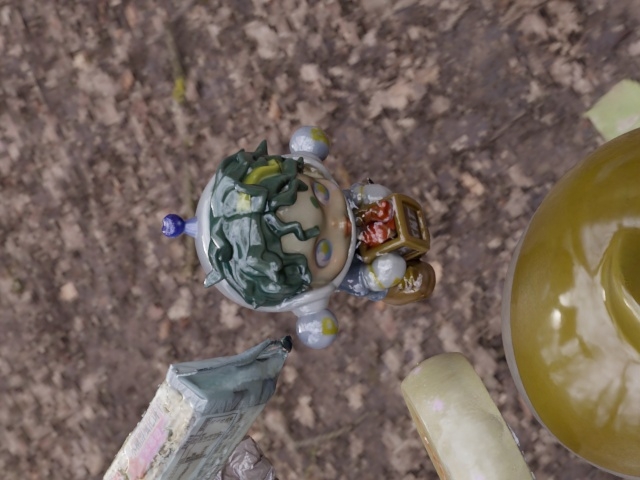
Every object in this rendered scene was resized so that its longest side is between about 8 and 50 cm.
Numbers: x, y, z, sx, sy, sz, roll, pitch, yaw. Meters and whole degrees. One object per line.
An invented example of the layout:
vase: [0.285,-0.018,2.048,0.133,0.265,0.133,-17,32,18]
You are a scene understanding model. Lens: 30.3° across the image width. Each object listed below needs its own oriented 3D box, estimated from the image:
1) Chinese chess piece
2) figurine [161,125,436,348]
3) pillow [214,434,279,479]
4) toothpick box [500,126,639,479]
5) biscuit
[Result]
Chinese chess piece: [0.193,0.269,1.545,0.251,0.097,0.250,154,90,-87]
figurine: [0.002,0.003,1.406,0.186,0.382,0.261,-34,60,34]
pillow: [-0.109,0.439,1.928,0.049,0.135,0.248,22,145,48]
toothpick box: [0.422,0.071,1.354,0.409,0.409,0.425,43,161,16]
biscuit: [-0.157,0.236,1.361,0.079,0.186,0.309,43,117,24]
